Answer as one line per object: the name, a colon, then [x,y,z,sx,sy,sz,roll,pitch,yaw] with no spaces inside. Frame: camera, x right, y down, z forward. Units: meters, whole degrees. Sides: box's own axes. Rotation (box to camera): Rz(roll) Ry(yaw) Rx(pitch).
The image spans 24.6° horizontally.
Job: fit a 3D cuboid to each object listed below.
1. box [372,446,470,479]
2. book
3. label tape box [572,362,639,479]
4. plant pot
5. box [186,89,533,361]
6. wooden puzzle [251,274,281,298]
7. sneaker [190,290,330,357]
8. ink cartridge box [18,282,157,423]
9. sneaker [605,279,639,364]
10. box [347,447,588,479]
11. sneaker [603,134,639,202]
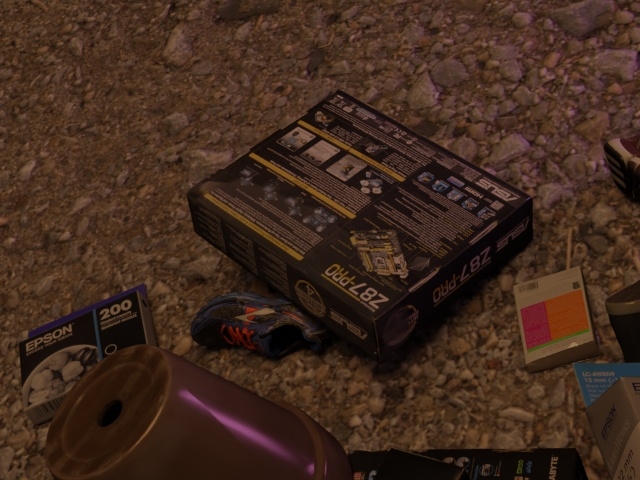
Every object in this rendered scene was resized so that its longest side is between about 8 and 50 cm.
box: [0.081,0.381,1.548,0.103,0.184,0.261,11,55,36]
book: [0.309,0.102,1.938,0.096,0.035,0.144,-17,41,15]
label tape box: [0.447,0.226,1.611,0.249,0.115,0.347,1,42,-11]
plant pot: [-0.171,0.280,1.758,0.323,0.280,0.323,-27,37,22]
box: [0.054,-0.037,2.090,0.318,0.097,0.395,-36,50,-28]
wooden puzzle: [0.000,0.000,2.189,0.221,0.044,0.238,-13,43,15]
sneaker: [-0.085,0.123,2.079,0.221,0.083,0.087,-9,47,20]
ink cartridge box: [-0.352,0.156,2.205,0.206,0.045,0.208,-23,40,4]
sneaker: [0.444,0.103,1.847,0.222,0.118,0.083,-18,12,-35]
box: [0.148,0.378,1.703,0.293,0.073,0.295,-6,46,23]
sneaker: [0.514,-0.090,1.978,0.162,0.106,0.281,-27,38,-6]
